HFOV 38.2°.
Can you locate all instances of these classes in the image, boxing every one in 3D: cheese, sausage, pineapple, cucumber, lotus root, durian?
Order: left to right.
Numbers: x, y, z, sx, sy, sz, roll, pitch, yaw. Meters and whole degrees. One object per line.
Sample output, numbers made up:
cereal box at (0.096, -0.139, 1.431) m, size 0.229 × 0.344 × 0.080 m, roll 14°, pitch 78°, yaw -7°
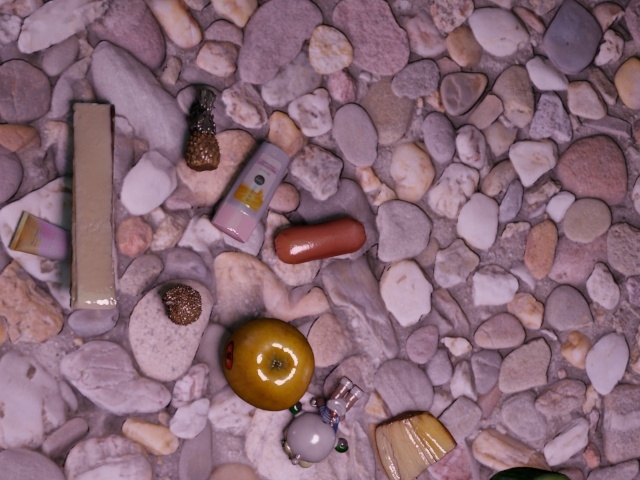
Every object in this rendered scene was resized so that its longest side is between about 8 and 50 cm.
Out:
cheese at (-0.420, -0.069, 1.704) m, size 0.085 × 0.034 × 0.400 m, roll -1°, pitch 74°, yaw -12°
durian at (-0.263, 0.123, 1.742) m, size 0.091 × 0.080 × 0.080 m, roll 6°, pitch 79°, yaw -61°
pineapple at (-0.228, -0.216, 1.800) m, size 0.074 × 0.074 × 0.159 m, roll 3°, pitch 79°, yaw -18°
sausage at (0.000, 0.000, 1.847) m, size 0.194 × 0.077 × 0.077 m, roll -12°, pitch 88°, yaw -19°
lotus root at (0.195, 0.407, 1.863) m, size 0.159 × 0.095 × 0.135 m, roll -29°, pitch 88°, yaw 21°
cucumber at (0.437, 0.552, 1.907) m, size 0.191 × 0.130 × 0.191 m, roll 2°, pitch 85°, yaw -25°

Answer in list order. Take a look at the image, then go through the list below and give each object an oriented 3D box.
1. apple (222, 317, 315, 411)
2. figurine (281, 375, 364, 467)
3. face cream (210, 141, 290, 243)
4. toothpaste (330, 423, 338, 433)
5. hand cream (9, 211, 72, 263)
apple at (-0.097, 0.232, 1.744) m, size 0.182 × 0.155 × 0.182 m, roll 4°, pitch 77°, yaw -18°
figurine at (0.003, 0.354, 1.795) m, size 0.147 × 0.093 × 0.197 m, roll 40°, pitch 77°, yaw -2°
face cream at (-0.135, -0.097, 1.820) m, size 0.084 × 0.057 × 0.198 m, roll 31°, pitch 75°, yaw -12°
toothpaste at (0.027, 0.357, 1.844) m, size 0.027 × 0.019 × 0.083 m, roll 11°, pitch 79°, yaw 8°
hand cream at (-0.477, 0.010, 1.708) m, size 0.174 × 0.047 × 0.076 m, roll 20°, pitch 76°, yaw -8°
